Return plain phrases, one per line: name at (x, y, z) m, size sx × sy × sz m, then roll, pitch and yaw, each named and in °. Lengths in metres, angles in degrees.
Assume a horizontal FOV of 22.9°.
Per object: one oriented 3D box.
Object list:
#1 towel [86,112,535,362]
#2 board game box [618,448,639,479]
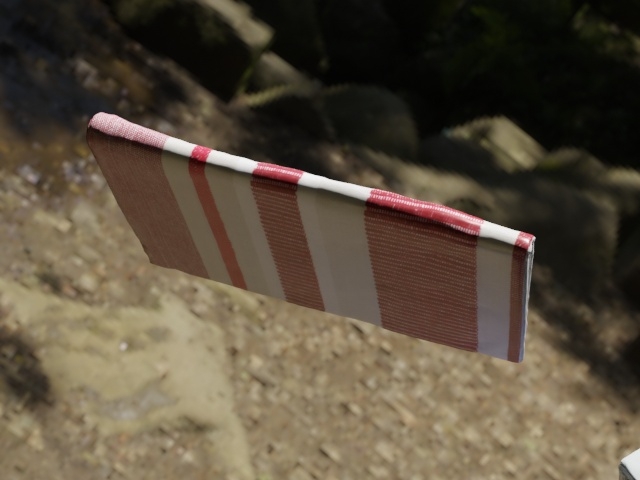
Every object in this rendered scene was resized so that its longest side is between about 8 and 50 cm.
towel at (0.000, 0.000, 1.197) m, size 0.329 × 0.037 × 0.237 m, roll 15°, pitch -20°, yaw 12°
board game box at (0.414, 0.351, 1.502) m, size 0.303 × 0.097 × 0.224 m, roll 51°, pitch -16°, yaw 40°
